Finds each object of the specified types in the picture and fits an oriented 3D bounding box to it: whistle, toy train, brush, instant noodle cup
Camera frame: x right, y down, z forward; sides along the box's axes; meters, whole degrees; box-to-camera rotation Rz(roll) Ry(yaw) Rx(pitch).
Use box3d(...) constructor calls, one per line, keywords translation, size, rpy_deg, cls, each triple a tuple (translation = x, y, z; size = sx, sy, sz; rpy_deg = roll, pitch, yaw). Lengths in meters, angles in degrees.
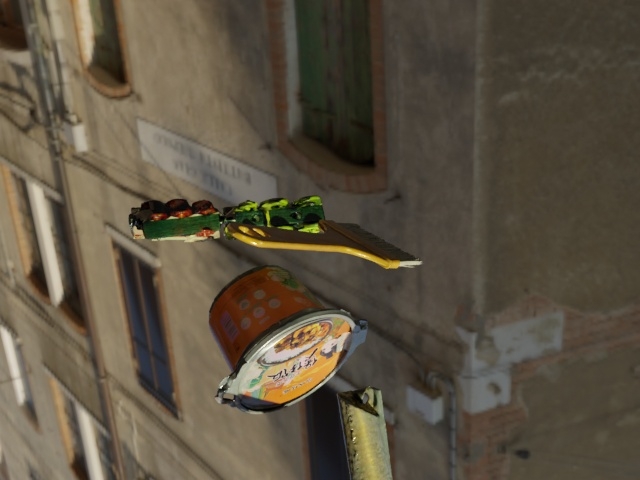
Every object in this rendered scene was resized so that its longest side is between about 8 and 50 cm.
box3d(translation=(0.080, 0.379, 1.267), size=(0.068, 0.327, 0.057), rpy_deg=(-8, 176, -11), cls="whistle")
box3d(translation=(-0.113, -0.024, 1.056), size=(0.249, 0.053, 0.085), rpy_deg=(-3, 170, -25), cls="toy train")
box3d(translation=(0.000, 0.000, 0.865), size=(0.103, 0.013, 0.272), rpy_deg=(30, -166, 31), cls="brush")
box3d(translation=(-0.061, 0.113, 1.073), size=(0.208, 0.178, 0.125), rpy_deg=(-8, -135, -38), cls="instant noodle cup")
